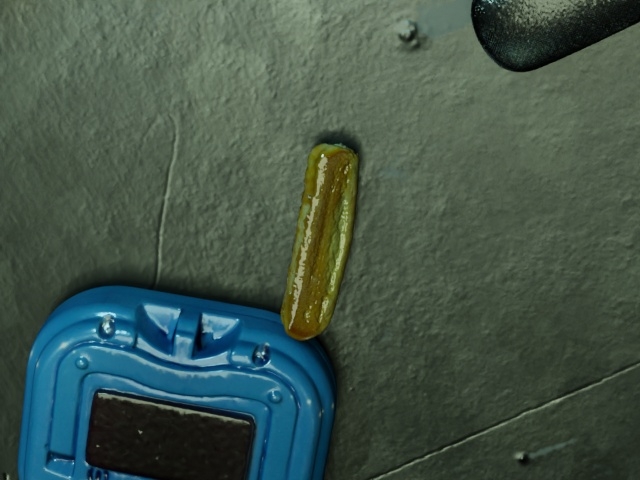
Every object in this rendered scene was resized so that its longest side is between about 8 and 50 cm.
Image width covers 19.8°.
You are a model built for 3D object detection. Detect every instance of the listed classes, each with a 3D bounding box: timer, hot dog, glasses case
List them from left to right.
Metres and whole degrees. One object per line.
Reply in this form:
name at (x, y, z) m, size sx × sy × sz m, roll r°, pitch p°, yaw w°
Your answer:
timer at (-0.160, 0.213, 2.001) m, size 0.340 × 0.115 × 0.309 m, roll 10°, pitch 112°, yaw 1°
hot dog at (0.000, 0.000, 1.914) m, size 0.066 × 0.047 × 0.215 m, roll 2°, pitch 107°, yaw -22°
glasses case at (0.272, -0.252, 1.764) m, size 0.267 × 0.067 × 0.103 m, roll -25°, pitch 110°, yaw 16°
